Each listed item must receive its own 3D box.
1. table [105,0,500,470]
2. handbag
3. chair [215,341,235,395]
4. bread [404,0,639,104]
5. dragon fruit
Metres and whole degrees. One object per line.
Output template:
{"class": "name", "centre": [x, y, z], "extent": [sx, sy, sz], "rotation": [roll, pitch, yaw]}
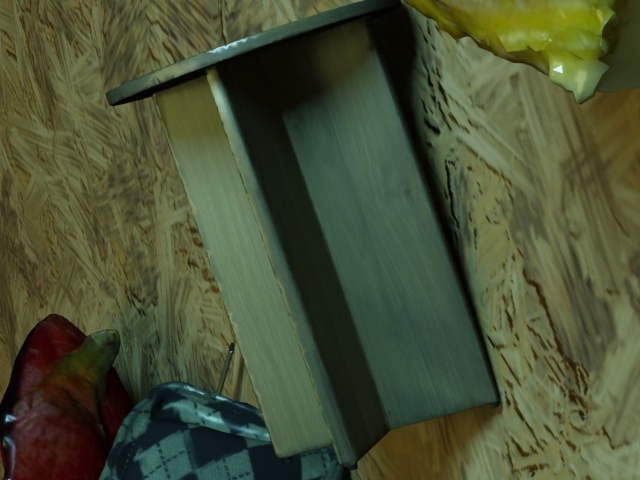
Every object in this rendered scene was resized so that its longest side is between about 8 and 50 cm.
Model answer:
{"class": "table", "centre": [0.000, 0.000, 1.007], "extent": [0.167, 0.167, 0.227], "rotation": [-12, 98, 67]}
{"class": "handbag", "centre": [-0.111, 0.349, 1.228], "extent": [0.317, 0.180, 0.416], "rotation": [-67, -9, -47]}
{"class": "chair", "centre": [-0.090, 0.183, 1.358], "extent": [0.095, 0.104, 0.221], "rotation": [-83, 8, -49]}
{"class": "bread", "centre": [0.097, -0.219, 0.598], "extent": [0.279, 0.207, 0.279], "rotation": [38, 133, 55]}
{"class": "dragon fruit", "centre": [-0.180, 0.182, 1.503], "extent": [0.343, 0.100, 0.282], "rotation": [81, -179, -55]}
